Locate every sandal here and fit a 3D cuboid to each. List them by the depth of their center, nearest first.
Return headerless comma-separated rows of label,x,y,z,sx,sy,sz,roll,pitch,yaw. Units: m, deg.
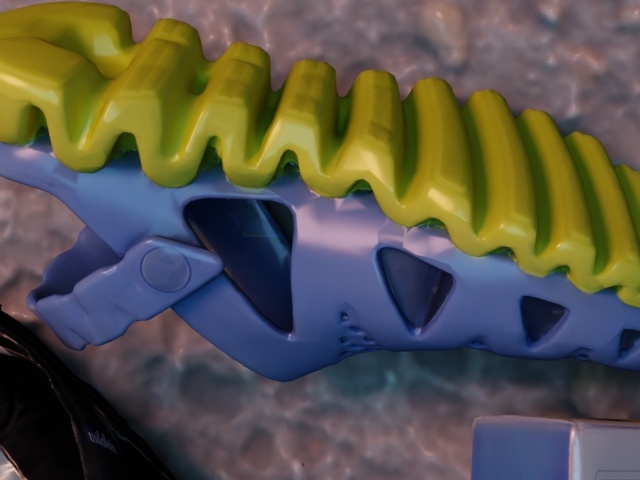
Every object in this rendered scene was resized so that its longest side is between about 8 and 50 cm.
sandal,0.000,0.000,0.606,0.317,0.126,0.138,15,117,6

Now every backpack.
backpack,-0.132,0.107,0.605,0.115,0.152,0.182,-43,74,-2

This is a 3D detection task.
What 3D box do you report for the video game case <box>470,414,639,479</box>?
video game case,0.162,0.201,0.526,0.244,0.061,0.269,6,84,-30
